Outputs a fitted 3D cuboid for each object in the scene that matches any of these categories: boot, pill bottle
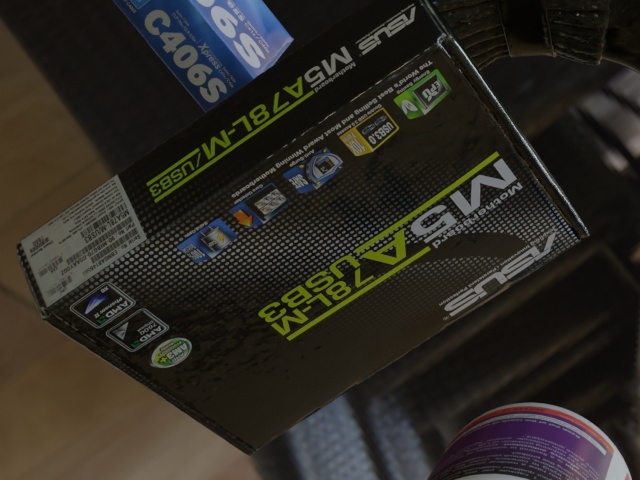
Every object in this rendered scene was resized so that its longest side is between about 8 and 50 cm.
[{"bbox_3d":[0.207,-0.166,1.362,0.260,0.131,0.348,-23,134,11],"label":"boot"},{"bbox_3d":[0.155,0.255,1.390,0.181,0.181,0.323,-42,177,17],"label":"pill bottle"}]

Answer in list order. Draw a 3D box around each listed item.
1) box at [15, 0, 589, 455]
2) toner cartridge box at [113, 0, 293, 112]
[{"bbox_3d":[0.000,0.000,0.712,0.191,0.045,0.184,-33,144,7],"label":"box"},{"bbox_3d":[-0.182,-0.310,1.868,0.075,0.348,0.165,-35,-168,24],"label":"toner cartridge box"}]
